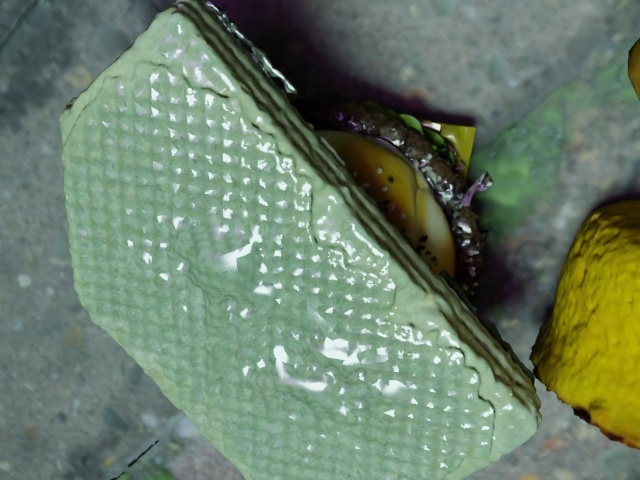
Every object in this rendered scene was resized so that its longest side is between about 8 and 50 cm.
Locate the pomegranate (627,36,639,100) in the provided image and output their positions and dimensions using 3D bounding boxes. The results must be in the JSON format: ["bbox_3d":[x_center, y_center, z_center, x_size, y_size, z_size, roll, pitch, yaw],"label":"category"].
[{"bbox_3d":[0.218,-0.161,0.317,0.307,0.307,0.307,7,115,15],"label":"pomegranate"}]

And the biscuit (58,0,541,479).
[{"bbox_3d":[-0.027,0.026,0.504,0.150,0.052,0.252,-34,101,29],"label":"biscuit"}]

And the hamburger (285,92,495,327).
[{"bbox_3d":[-0.003,0.002,0.569,0.189,0.093,0.164,3,114,18],"label":"hamburger"}]

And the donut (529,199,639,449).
[{"bbox_3d":[0.227,0.054,0.486,0.259,0.152,0.101,8,108,12],"label":"donut"}]
